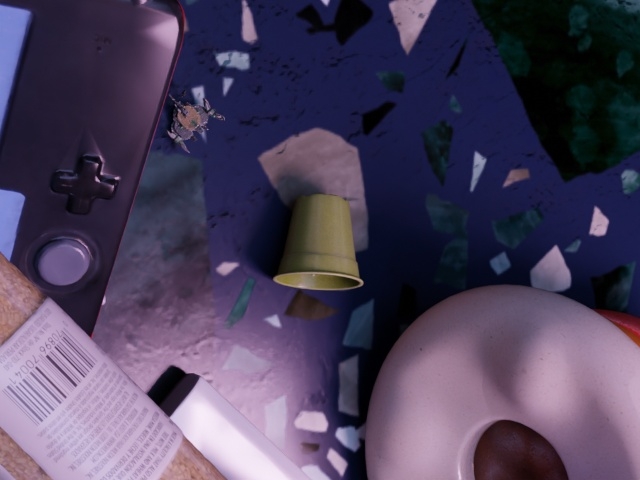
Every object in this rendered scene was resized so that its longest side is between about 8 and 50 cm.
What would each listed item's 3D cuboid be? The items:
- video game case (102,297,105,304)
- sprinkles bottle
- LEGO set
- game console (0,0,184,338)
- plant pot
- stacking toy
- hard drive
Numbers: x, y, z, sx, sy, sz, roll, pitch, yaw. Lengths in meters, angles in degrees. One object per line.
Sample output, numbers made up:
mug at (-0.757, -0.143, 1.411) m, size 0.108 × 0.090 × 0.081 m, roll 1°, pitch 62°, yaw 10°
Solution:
video game case at (-0.275, -0.022, 0.995) m, size 0.173 × 0.022 × 0.190 m, roll -13°, pitch 100°, yaw -28°
sprinkles bottle at (-0.168, 0.141, 0.841) m, size 0.355 × 0.121 × 0.121 m, roll 48°, pitch 71°, yaw -11°
LEGO set at (-0.129, -0.108, 1.073) m, size 0.083 × 0.023 × 0.054 m, roll 16°, pitch 83°, yaw -15°
game console at (-0.318, -0.055, 0.841) m, size 0.386 × 0.060 × 0.342 m, roll 9°, pitch 120°, yaw -25°
plant pot at (0.000, 0.000, 1.120) m, size 0.083 × 0.083 × 0.079 m, roll 10°, pitch 77°, yaw -29°
stacking toy at (0.309, 0.189, 1.219) m, size 0.480 × 0.350 × 0.351 m, roll -10°, pitch 98°, yaw -47°
hard drive at (-0.076, 0.296, 1.110) m, size 0.307 × 0.040 × 0.203 m, roll 47°, pitch 72°, yaw -22°
